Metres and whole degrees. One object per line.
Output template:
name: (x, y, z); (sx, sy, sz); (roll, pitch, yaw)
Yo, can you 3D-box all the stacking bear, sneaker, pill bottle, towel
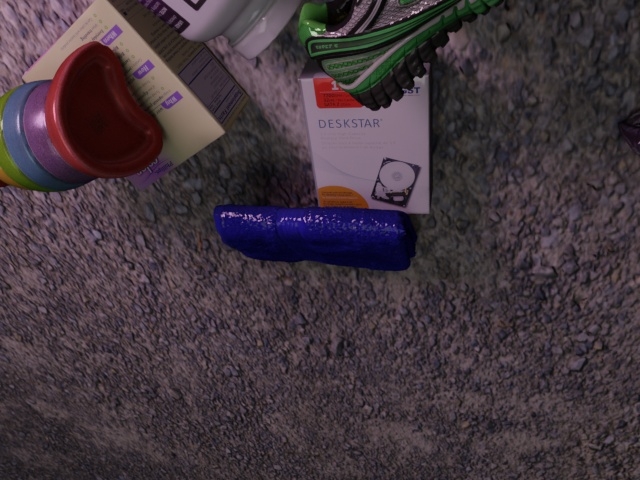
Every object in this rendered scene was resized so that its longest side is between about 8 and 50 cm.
stacking bear: (-0.406, -0.144, 0.821); (0.289, 0.164, 0.175); (-7, 128, 28)
sneaker: (0.102, -0.275, 0.552); (0.146, 0.134, 0.343); (29, 132, -23)
pill bottle: (-0.177, -0.367, 0.680); (0.323, 0.181, 0.182); (35, 131, -27)
towel: (0.000, 0.000, 0.961); (0.309, 0.076, 0.228); (2, 171, 15)

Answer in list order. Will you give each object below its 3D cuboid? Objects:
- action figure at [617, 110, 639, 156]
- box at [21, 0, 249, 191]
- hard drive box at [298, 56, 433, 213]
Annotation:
action figure: (0.521, -0.202, 0.706); (0.185, 0.099, 0.285); (36, 126, -6)
box: (-0.276, -0.234, 0.882); (0.214, 0.117, 0.243); (-26, 118, 33)
hard drive box: (0.077, -0.157, 0.868); (0.181, 0.089, 0.232); (1, 130, 14)
